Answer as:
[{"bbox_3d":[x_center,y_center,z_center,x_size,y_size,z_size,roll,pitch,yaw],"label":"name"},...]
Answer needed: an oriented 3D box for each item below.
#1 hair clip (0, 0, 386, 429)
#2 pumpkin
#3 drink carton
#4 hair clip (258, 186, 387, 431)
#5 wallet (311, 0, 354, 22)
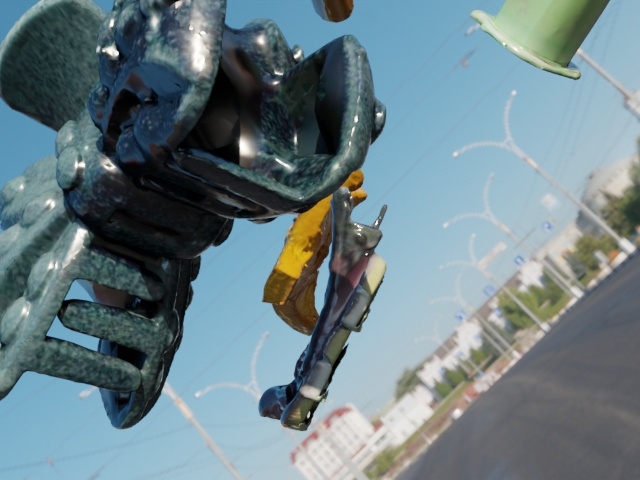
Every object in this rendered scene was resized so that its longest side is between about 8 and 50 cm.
[{"bbox_3d":[-0.104,-0.038,0.541,0.195,0.206,0.310,23,-57,-34],"label":"hair clip"},{"bbox_3d":[-0.011,0.015,1.369,0.258,0.095,0.290,17,-84,-81],"label":"pumpkin"},{"bbox_3d":[0.310,-0.311,1.134,0.146,0.144,0.142,8,-54,-36],"label":"drink carton"},{"bbox_3d":[0.008,0.054,0.629,0.146,0.056,0.187,151,138,-85],"label":"hair clip"},{"bbox_3d":[-0.016,-0.296,0.715,0.042,0.195,0.161,-15,-34,13],"label":"wallet"}]
